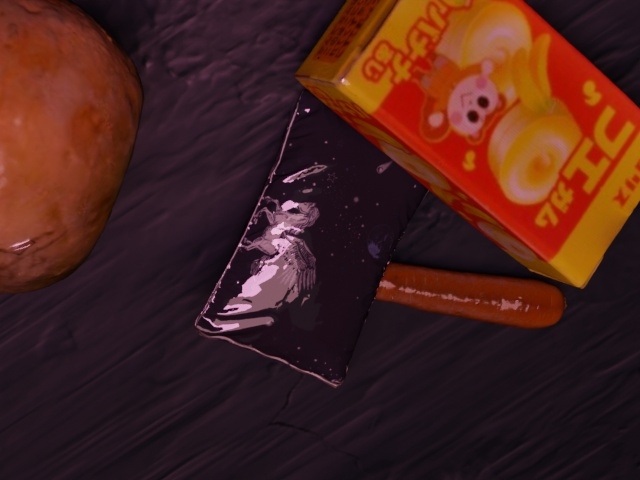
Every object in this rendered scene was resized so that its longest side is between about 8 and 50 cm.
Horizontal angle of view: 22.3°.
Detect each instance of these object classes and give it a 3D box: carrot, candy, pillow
[{"bbox_3d":[-0.299,-0.094,1.091,0.340,0.224,0.224,21,108,-14],"label":"carrot"},{"bbox_3d":[0.130,-0.098,1.242,0.276,0.088,0.146,36,83,-25],"label":"candy"},{"bbox_3d":[0.089,0.039,1.342,0.247,0.043,0.043,9,112,-15],"label":"carrot"},{"bbox_3d":[0.000,0.000,1.274,0.141,0.055,0.208,24,88,-24],"label":"pillow"}]
